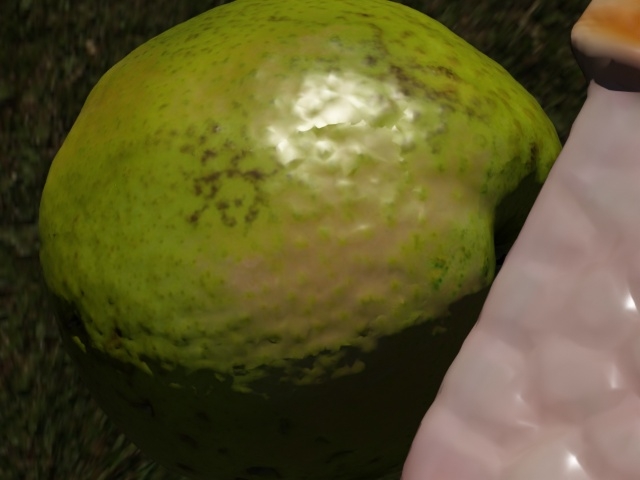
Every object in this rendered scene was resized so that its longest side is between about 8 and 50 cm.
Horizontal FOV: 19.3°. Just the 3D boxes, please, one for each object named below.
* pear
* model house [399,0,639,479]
[{"bbox_3d":[0.000,0.000,1.349,0.391,0.391,0.391,1,80,-8],"label":"pear"},{"bbox_3d":[0.182,0.032,0.487,0.202,0.237,0.237,19,79,38],"label":"model house"}]
